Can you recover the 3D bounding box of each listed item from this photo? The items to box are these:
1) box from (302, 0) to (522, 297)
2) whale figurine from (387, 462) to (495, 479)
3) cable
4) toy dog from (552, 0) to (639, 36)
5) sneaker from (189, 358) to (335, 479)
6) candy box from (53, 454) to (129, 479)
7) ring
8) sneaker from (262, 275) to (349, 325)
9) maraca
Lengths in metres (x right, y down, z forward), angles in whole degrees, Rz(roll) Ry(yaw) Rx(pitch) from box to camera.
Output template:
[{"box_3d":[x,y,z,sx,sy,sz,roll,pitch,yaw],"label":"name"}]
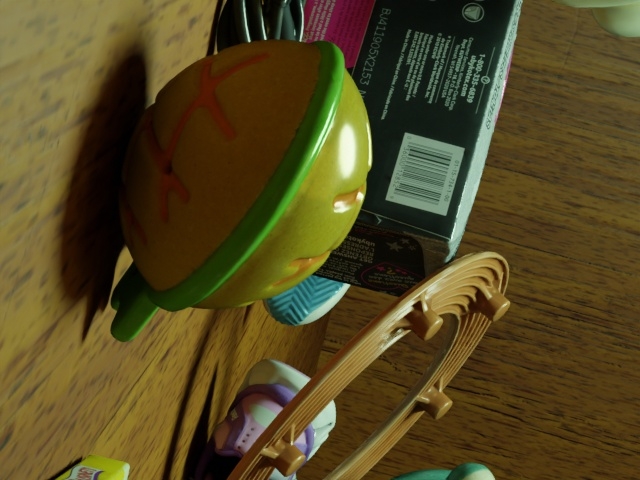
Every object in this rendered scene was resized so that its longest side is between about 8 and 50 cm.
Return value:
[{"box_3d":[0.052,-0.098,1.454,0.142,0.163,0.247,93,13,-68],"label":"box"},{"box_3d":[0.049,0.245,1.511,0.216,0.141,0.272,-49,138,11],"label":"whale figurine"},{"box_3d":[-0.024,-0.150,1.055,0.150,0.047,0.184,-88,-171,-82],"label":"cable"},{"box_3d":[0.208,-0.386,1.318,0.395,0.284,0.408,50,35,-41],"label":"toy dog"},{"box_3d":[-0.065,0.200,1.546,0.104,0.095,0.236,-52,168,-40],"label":"sneaker"},{"box_3d":[-0.123,0.159,0.839,0.206,0.027,0.105,-6,108,-87],"label":"candy box"},{"box_3d":[0.033,0.143,1.462,0.336,0.032,0.336,-41,161,-17],"label":"ring"},{"box_3d":[0.000,0.000,1.723,0.092,0.087,0.229,105,4,-46],"label":"sneaker"},{"box_3d":[-0.043,-0.020,0.828,0.185,0.099,0.127,-36,-155,52],"label":"maraca"}]
